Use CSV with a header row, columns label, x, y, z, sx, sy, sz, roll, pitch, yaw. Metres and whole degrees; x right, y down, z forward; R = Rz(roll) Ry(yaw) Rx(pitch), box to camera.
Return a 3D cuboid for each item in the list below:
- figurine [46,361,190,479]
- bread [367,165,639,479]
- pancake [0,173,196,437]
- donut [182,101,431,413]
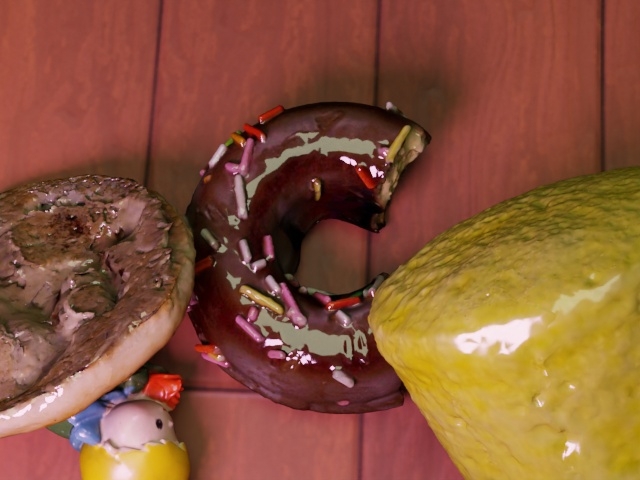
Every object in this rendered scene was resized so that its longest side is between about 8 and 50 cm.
label,x,y,z,sx,sy,sz,roll,pitch,yaw
figurine,-0.188,0.181,1.964,0.185,0.127,0.234,-37,63,-23
bread,0.253,0.106,1.835,0.348,0.348,0.308,-31,104,-9
pancake,-0.298,0.065,1.941,0.387,0.082,0.387,-14,37,10
donut,-0.023,0.002,2.010,0.259,0.136,0.345,6,69,1
